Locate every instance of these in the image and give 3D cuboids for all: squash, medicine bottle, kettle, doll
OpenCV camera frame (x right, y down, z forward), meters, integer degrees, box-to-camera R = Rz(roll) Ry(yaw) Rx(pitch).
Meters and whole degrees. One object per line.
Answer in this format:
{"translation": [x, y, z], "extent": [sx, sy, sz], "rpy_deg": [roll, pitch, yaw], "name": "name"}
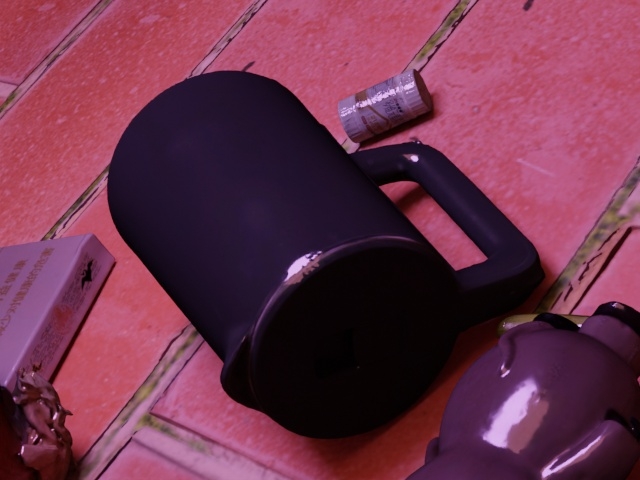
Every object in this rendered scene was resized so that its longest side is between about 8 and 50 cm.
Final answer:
{"translation": [0.168, 0.068, 0.982], "extent": [0.083, 0.027, 0.027], "rpy_deg": [1, 50, 39], "name": "squash"}
{"translation": [0.063, -0.131, 1.277], "extent": [0.083, 0.047, 0.047], "rpy_deg": [-22, 38, 19], "name": "medicine bottle"}
{"translation": [-0.007, 0.012, 1.093], "extent": [0.308, 0.262, 0.203], "rpy_deg": [46, 119, 51], "name": "kettle"}
{"translation": [0.126, 0.149, 0.847], "extent": [0.182, 0.117, 0.257], "rpy_deg": [-19, 33, 49], "name": "doll"}

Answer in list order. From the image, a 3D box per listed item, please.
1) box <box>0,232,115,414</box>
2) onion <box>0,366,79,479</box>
{"translation": [-0.403, 0.098, 1.399], "extent": [0.365, 0.051, 0.204], "rpy_deg": [-7, 44, 34], "name": "box"}
{"translation": [-0.416, 0.173, 1.109], "extent": [0.354, 0.353, 0.353], "rpy_deg": [-22, 38, 19], "name": "onion"}
